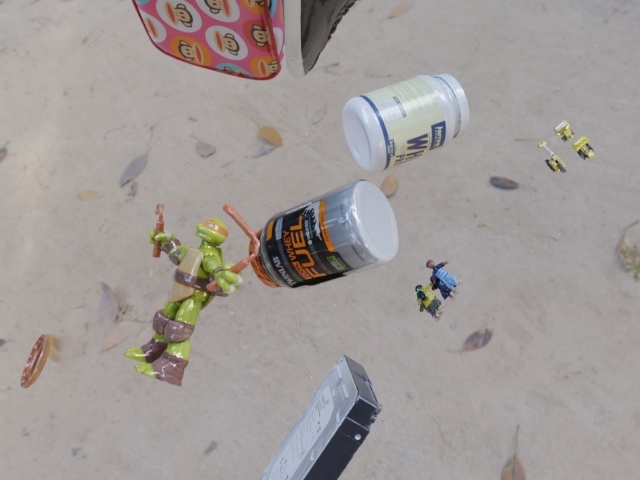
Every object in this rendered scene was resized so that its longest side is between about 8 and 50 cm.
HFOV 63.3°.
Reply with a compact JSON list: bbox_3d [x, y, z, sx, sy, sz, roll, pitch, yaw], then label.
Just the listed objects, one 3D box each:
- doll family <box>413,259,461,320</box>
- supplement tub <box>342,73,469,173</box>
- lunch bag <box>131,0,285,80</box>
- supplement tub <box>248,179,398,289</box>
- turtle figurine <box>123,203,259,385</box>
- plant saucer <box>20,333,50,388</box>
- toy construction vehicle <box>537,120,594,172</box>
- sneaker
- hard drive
[{"bbox_3d":[0.326,0.137,1.487,0.111,0.076,0.193,46,117,32],"label":"doll family"},{"bbox_3d":[0.255,-0.359,1.572,0.325,0.235,0.235,-22,51,-11],"label":"supplement tub"},{"bbox_3d":[-0.169,-0.360,0.699,0.258,0.293,0.120,13,67,4],"label":"lunch bag"},{"bbox_3d":[0.000,0.000,0.711,0.190,0.117,0.117,-21,48,33],"label":"supplement tub"},{"bbox_3d":[-0.169,0.056,0.655,0.269,0.087,0.217,17,83,46],"label":"turtle figurine"},{"bbox_3d":[-0.434,0.185,0.795,0.083,0.013,0.083,-34,42,37],"label":"plant saucer"},{"bbox_3d":[0.484,-0.178,1.019,0.086,0.098,0.035,-41,19,12],"label":"toy construction vehicle"},{"bbox_3d":[0.029,-0.273,0.563,0.147,0.296,0.104,-6,75,-5],"label":"sneaker"},{"bbox_3d":[-0.012,0.411,1.032,0.064,0.237,0.339,34,93,-8],"label":"hard drive"}]
